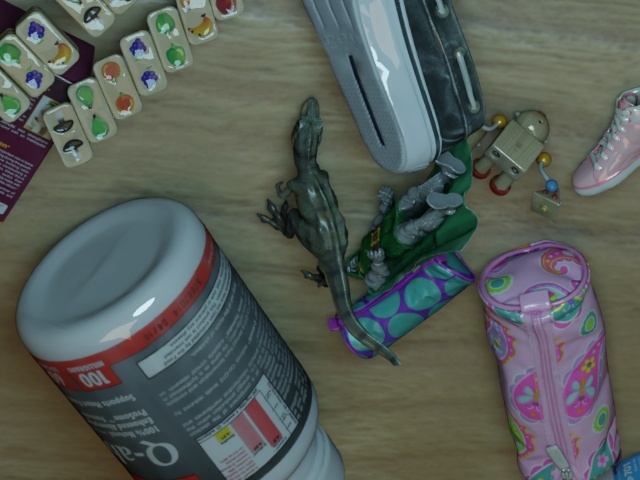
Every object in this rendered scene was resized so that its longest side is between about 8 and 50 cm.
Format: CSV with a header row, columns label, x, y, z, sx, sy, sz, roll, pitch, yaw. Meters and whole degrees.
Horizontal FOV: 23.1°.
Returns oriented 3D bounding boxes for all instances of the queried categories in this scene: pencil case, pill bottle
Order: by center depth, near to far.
label,x,y,z,sx,sy,sz,roll,pitch,yaw
pill bottle,-0.129,0.150,1.589,0.210,0.210,0.363,-23,123,15
pencil case,0.085,0.059,1.616,0.151,0.064,0.070,-40,137,24
pencil case,0.244,0.139,1.646,0.124,0.124,0.284,-10,125,6

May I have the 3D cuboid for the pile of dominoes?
label,x,y,z,sx,sy,sz,roll,pitch,yaw
pile of dominoes,-0.194,-0.202,1.366,0.251,0.040,0.196,-42,112,3

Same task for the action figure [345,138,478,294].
label,x,y,z,sx,sy,sz,roll,pitch,yaw
action figure,0.078,-0.009,1.523,0.063,0.137,0.232,17,151,-15

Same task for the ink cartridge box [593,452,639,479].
label,x,y,z,sx,sy,sz,roll,pitch,yaw
ink cartridge box,0.328,0.349,1.825,0.190,0.082,0.140,-26,122,19

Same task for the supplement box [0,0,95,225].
label,x,y,z,sx,sy,sz,roll,pitch,yaw
supplement box,-0.301,-0.117,1.467,0.104,0.081,0.188,27,122,-20

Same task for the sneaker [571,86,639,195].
label,x,y,z,sx,sy,sz,roll,pitch,yaw
sneaker,0.289,-0.103,1.510,0.134,0.051,0.070,-33,119,17

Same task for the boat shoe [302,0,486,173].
label,x,y,z,sx,sy,sz,roll,pitch,yaw
boat shoe,0.055,-0.228,1.377,0.119,0.121,0.335,-29,114,-26

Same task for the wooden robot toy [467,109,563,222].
label,x,y,z,sx,sy,sz,roll,pitch,yaw
wooden robot toy,0.183,-0.099,1.510,0.173,0.079,0.076,41,152,-1

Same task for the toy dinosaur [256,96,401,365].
label,x,y,z,sx,sy,sz,roll,pitch,yaw
toy dinosaur,0.000,0.000,1.527,0.064,0.118,0.268,-20,93,-23
